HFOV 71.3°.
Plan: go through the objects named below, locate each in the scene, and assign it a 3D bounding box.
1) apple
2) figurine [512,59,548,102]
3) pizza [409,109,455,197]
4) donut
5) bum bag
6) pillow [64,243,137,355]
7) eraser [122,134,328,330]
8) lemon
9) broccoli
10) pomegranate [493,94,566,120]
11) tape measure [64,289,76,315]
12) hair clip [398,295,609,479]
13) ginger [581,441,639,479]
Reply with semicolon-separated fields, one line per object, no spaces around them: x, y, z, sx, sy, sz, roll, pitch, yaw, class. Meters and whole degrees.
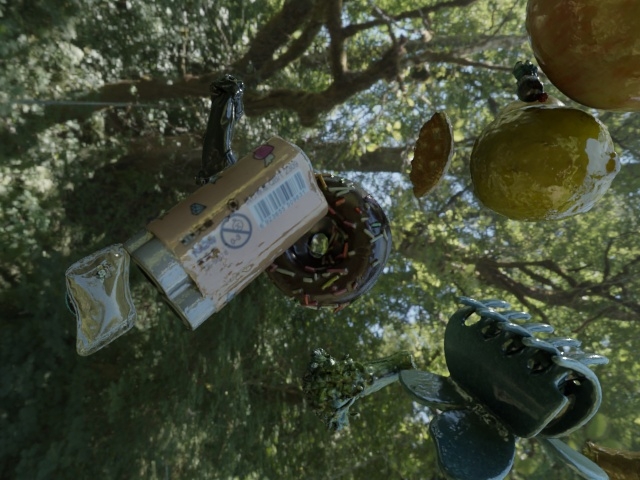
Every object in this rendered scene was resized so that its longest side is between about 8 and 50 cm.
0.563;-0.419;0.755;0.346;0.391;0.391;159;-75;-81;apple
0.429;-0.327;0.917;0.047;0.060;0.106;111;-16;-58;figurine
0.316;-0.234;1.241;0.127;0.058;0.246;19;-68;44;pizza
0.000;0.000;0.836;0.103;0.270;0.269;12;72;-78;donut
-0.250;-0.286;1.147;0.142;0.080;0.326;-7;-110;41;bum bag
-0.394;0.109;0.812;0.033;0.130;0.217;25;-55;23;pillow
-0.125;-0.015;0.680;0.087;0.290;0.171;17;-39;47;eraser
0.459;-0.159;0.942;0.284;0.260;0.260;43;-43;46;lemon
0.087;0.299;1.022;0.198;0.275;0.177;70;-6;-46;broccoli
0.626;-0.296;1.311;0.264;0.264;0.264;175;-90;-73;pomegranate
-0.594;0.147;1.171;0.146;0.125;0.081;52;3;-13;tape measure
0.360;0.267;0.864;0.318;0.392;0.238;41;-64;64;hair clip
0.851;0.547;1.061;0.375;0.236;0.166;-3;-96;63;ginger
